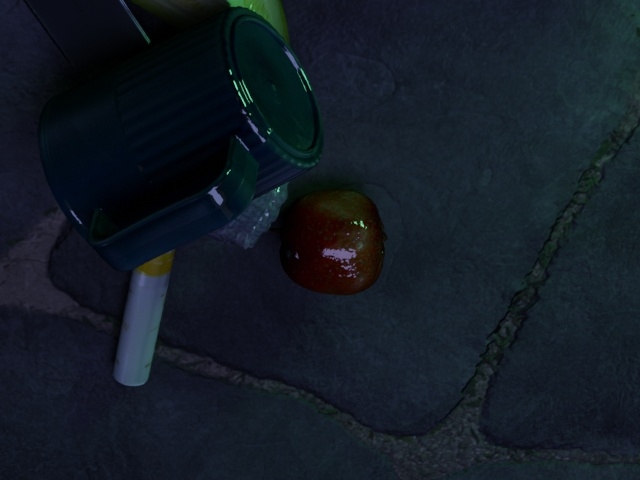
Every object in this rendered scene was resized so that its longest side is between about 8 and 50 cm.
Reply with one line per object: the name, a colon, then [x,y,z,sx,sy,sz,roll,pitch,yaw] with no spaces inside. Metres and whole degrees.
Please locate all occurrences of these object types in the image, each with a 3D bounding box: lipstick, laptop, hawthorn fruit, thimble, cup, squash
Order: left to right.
laptop: [-0.314,-0.303,1.790,0.129,0.016,0.180,-14,130,24]
lipstick: [-0.262,0.098,2.071,0.059,0.059,0.264,3,122,-19]
cup: [-0.180,-0.130,1.750,0.292,0.308,0.242,-24,95,23]
thimble: [-0.121,-0.067,1.952,0.098,0.150,0.150,29,110,-31]
squash: [-0.108,-0.335,1.791,0.289,0.111,0.203,26,153,-25]
hawthorn fruit: [0.000,0.000,2.039,0.194,0.157,0.157,8,121,0]
